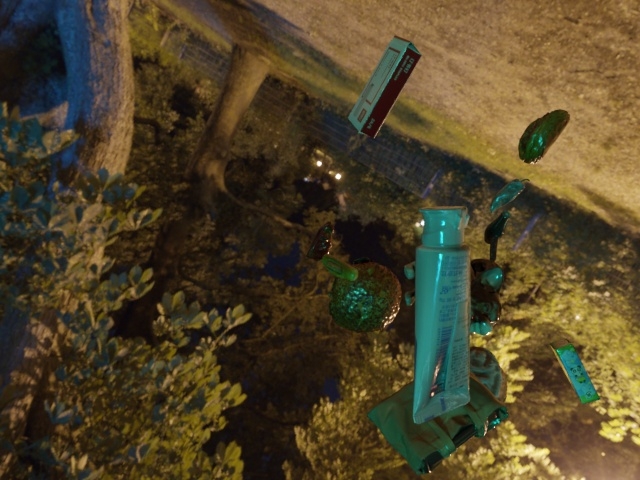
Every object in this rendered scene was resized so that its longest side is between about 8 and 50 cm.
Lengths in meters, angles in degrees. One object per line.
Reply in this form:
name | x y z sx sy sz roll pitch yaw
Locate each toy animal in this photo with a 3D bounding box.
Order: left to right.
toy animal | 0.420 0.153 1.272 0.302 0.194 0.344 -12 -154 -1

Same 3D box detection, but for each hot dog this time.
hot dog | 0.045 0.070 1.099 0.028 0.044 0.137 6 -165 -38
hot dog | 0.828 -0.395 1.628 0.099 0.227 0.160 39 179 -4

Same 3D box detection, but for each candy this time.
candy | 0.589 0.548 1.650 0.157 0.214 0.289 55 -138 -26
candy | 0.851 0.434 1.464 0.194 0.062 0.097 65 -162 6

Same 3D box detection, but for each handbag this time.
handbag | 0.312 0.455 1.162 0.253 0.316 0.109 32 145 64

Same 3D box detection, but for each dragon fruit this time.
dragon fruit | -0.003 0.001 1.400 0.063 0.131 0.097 -4 -123 -35

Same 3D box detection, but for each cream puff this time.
cream puff | 0.207 0.260 1.903 0.350 0.350 0.228 25 -169 -29

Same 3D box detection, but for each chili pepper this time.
chili pepper | 0.606 -0.150 1.414 0.050 0.153 0.041 49 -161 14

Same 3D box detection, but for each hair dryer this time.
hair dryer | 0.689 0.012 1.714 0.075 0.219 0.195 13 151 8

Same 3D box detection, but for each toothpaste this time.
toothpaste | 0.172 0.102 0.618 0.114 0.299 0.073 -6 -171 -33

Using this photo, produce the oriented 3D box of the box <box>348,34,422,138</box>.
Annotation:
box | 0.153 -0.373 1.064 0.050 0.229 0.123 20 -155 -24
